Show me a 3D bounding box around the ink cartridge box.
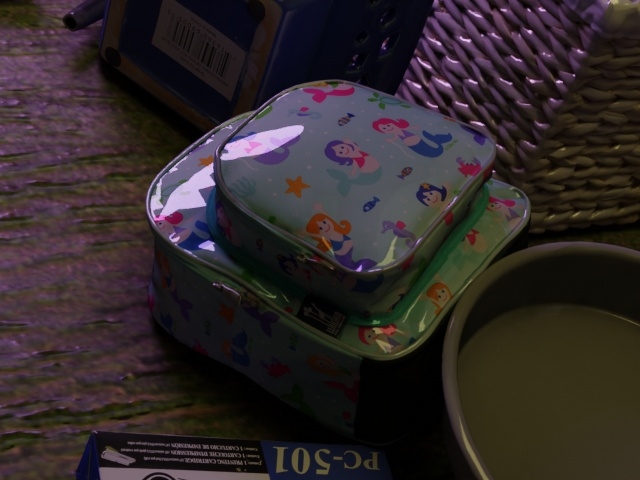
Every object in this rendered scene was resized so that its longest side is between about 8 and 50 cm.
[{"bbox_3d":[-0.046,0.177,0.906,0.207,0.046,0.097,7,42,-25],"label":"ink cartridge box"}]

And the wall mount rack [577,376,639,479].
[{"bbox_3d":[0.265,0.111,1.116,0.350,0.130,0.304,-14,56,-41],"label":"wall mount rack"}]

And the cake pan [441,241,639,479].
[{"bbox_3d":[0.208,0.129,0.925,0.293,0.054,0.293,12,47,-13],"label":"cake pan"}]

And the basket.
[{"bbox_3d":[0.243,-0.210,1.358,0.328,0.266,0.331,-6,46,-36],"label":"basket"}]

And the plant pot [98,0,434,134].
[{"bbox_3d":[-0.052,-0.215,1.232,0.236,0.236,0.212,37,45,15],"label":"plant pot"}]

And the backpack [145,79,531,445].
[{"bbox_3d":[0.000,0.000,1.019,0.254,0.191,0.225,21,45,27],"label":"backpack"}]

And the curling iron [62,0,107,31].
[{"bbox_3d":[-0.184,-0.254,1.353,0.068,0.035,0.274,27,36,0],"label":"curling iron"}]
